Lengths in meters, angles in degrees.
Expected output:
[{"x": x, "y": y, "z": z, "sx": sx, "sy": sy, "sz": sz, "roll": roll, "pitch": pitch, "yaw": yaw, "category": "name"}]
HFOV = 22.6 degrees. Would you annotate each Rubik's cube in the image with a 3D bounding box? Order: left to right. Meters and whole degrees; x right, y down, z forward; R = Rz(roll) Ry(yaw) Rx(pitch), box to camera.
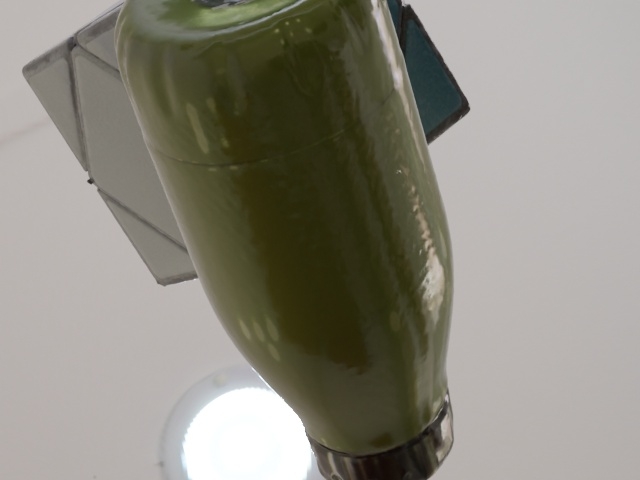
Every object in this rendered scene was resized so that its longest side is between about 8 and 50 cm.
[{"x": -0.058, "y": -0.111, "z": 1.174, "sx": 0.205, "sy": 0.207, "sz": 0.205, "roll": -39, "pitch": -75, "yaw": -30, "category": "Rubik's cube"}]

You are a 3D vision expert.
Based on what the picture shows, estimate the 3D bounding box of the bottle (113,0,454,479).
[{"x": 0.000, "y": 0.000, "z": 0.692, "sx": 0.112, "sy": 0.112, "sz": 0.260, "roll": -26, "pitch": -55, "yaw": -11, "category": "bottle"}]
